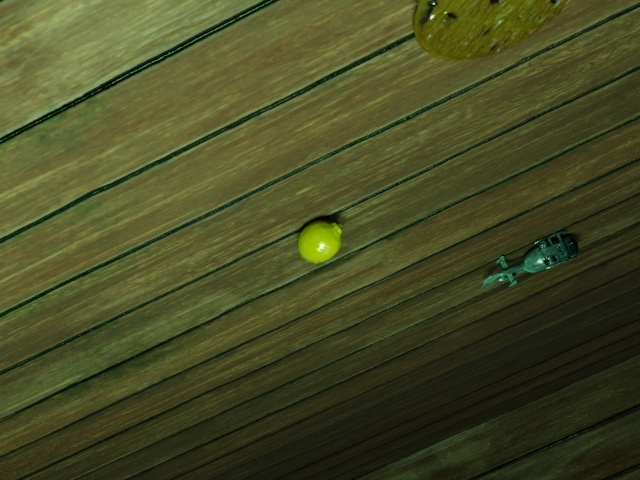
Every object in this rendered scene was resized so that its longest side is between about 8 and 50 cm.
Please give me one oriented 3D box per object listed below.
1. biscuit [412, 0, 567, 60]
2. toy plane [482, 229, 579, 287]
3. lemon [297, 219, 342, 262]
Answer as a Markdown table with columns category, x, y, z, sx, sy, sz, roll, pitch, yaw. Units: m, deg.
| category | x | y | z | sx | sy | sz | roll | pitch | yaw |
| --- | --- | --- | --- | --- | --- | --- | --- | --- | --- |
| biscuit | 0.199 | -0.276 | 1.007 | 0.212 | 0.036 | 0.212 | -17 | 156 | -8 |
| toy plane | 0.429 | 0.038 | 1.808 | 0.235 | 0.060 | 0.096 | -20 | 169 | -14 |
| lemon | 0.000 | 0.000 | 1.367 | 0.083 | 0.062 | 0.062 | -36 | 152 | 19 |
